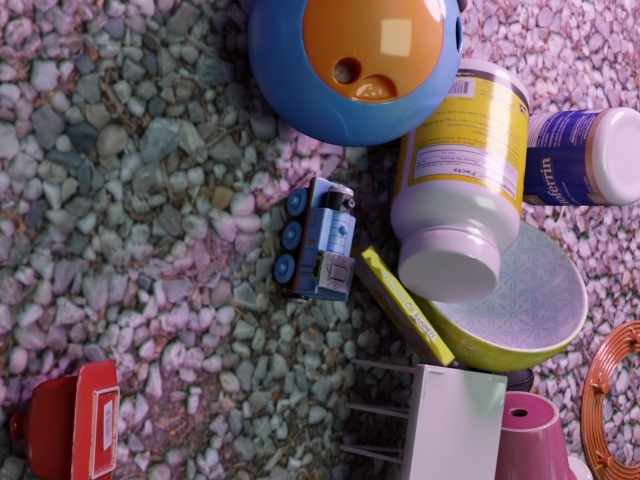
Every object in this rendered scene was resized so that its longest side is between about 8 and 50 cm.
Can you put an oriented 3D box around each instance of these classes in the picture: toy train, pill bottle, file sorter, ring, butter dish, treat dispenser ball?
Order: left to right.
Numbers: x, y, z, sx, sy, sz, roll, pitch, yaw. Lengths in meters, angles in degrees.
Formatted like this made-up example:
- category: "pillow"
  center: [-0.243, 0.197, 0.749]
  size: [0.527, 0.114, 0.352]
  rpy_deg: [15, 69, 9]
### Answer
- category: "butter dish"
  center: [-0.310, 0.222, 1.516]
  size: [0.160, 0.118, 0.160]
  rpy_deg: [21, 71, -83]
- category: "toy train"
  center: [0.000, 0.000, 1.796]
  size: [0.080, 0.105, 0.184]
  rpy_deg: [18, 79, -42]
- category: "treat dispenser ball"
  center: [0.045, -0.268, 1.707]
  size: [0.288, 0.288, 0.288]
  rpy_deg: [-2, 93, -43]
- category: "file sorter"
  center: [0.135, 0.321, 1.886]
  size: [0.193, 0.173, 0.278]
  rpy_deg: [13, 83, -43]
- category: "pill bottle"
  center: [0.203, -0.085, 1.871]
  size: [0.188, 0.188, 0.334]
  rpy_deg: [38, 49, -37]
- category: "pill bottle"
  center: [0.386, -0.131, 2.043]
  size: [0.153, 0.264, 0.153]
  rpy_deg: [-1, 92, -41]
- category: "ring"
  center: [0.602, 0.319, 2.417]
  size: [0.336, 0.032, 0.337]
  rpy_deg: [-2, 93, -44]

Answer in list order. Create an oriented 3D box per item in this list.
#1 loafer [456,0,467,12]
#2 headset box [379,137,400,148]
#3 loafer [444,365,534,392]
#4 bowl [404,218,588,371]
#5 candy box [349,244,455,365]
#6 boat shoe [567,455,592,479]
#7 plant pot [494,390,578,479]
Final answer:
- category: "loafer"
  center: [0.131, -0.495, 1.881]
  size: [0.130, 0.134, 0.366]
  rpy_deg: [-51, 123, -29]
- category: "headset box"
  center: [0.093, -0.186, 1.926]
  size: [0.062, 0.032, 0.083]
  rpy_deg: [15, 83, -42]
- category: "loafer"
  center: [0.268, 0.226, 2.065]
  size: [0.223, 0.076, 0.078]
  rpy_deg: [-7, 118, -39]
- category: "bowl"
  center: [0.249, 0.102, 1.975]
  size: [0.289, 0.289, 0.156]
  rpy_deg: [-29, 154, -38]
- category: "candy box"
  center: [0.113, 0.094, 1.864]
  size: [0.027, 0.105, 0.206]
  rpy_deg: [-39, 98, -14]
- category: "boat shoe"
  center: [0.356, 0.488, 2.154]
  size: [0.109, 0.091, 0.305]
  rpy_deg: [40, 56, 5]
- category: "plant pot"
  center: [0.306, 0.345, 2.006]
  size: [0.201, 0.201, 0.180]
  rpy_deg: [-23, 120, -40]
